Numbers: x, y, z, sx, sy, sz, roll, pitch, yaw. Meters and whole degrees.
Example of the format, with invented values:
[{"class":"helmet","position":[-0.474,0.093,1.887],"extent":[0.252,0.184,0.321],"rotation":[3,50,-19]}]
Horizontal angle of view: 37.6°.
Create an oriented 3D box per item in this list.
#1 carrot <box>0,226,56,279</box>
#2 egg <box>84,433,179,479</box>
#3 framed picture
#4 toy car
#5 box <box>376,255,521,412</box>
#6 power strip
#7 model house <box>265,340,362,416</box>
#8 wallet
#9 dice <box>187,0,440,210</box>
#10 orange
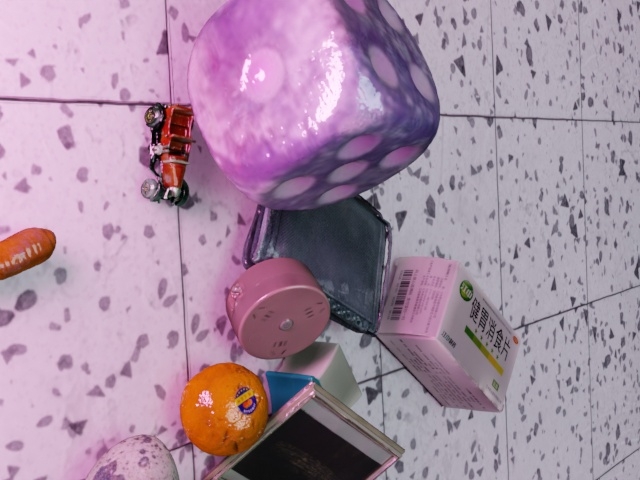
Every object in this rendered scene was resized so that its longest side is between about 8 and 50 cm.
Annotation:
[{"class":"carrot","position":[-0.405,0.035,1.104],"extent":[0.216,0.048,0.048],"rotation":[-28,112,-42]},{"class":"egg","position":[-0.248,0.336,1.230],"extent":[0.132,0.132,0.172],"rotation":[48,43,-40]},{"class":"framed picture","position":[-0.015,0.361,1.504],"extent":[0.231,0.018,0.293],"rotation":[-42,133,5]},{"class":"toy car","position":[-0.213,-0.122,1.333],"extent":[0.073,0.054,0.143],"rotation":[8,83,-51]},{"class":"box","position":[0.255,0.189,1.859],"extent":[0.333,0.145,0.173],"rotation":[47,53,-40]},{"class":"power strip","position":[-0.067,0.105,1.441],"extent":[0.154,0.078,0.154],"rotation":[-15,133,-17]},{"class":"model house","position":[-0.020,0.254,1.542],"extent":[0.149,0.100,0.127],"rotation":[-50,127,-42]},{"class":"wallet","position":[0.000,0.000,1.593],"extent":[0.342,0.075,0.237],"rotation":[34,58,-44]},{"class":"dice","position":[-0.008,-0.215,1.358],"extent":[0.271,0.270,0.270],"rotation":[5,59,-58]},{"class":"orange","position":[-0.144,0.248,1.375],"extent":[0.135,0.117,0.136],"rotation":[30,47,-37]}]
